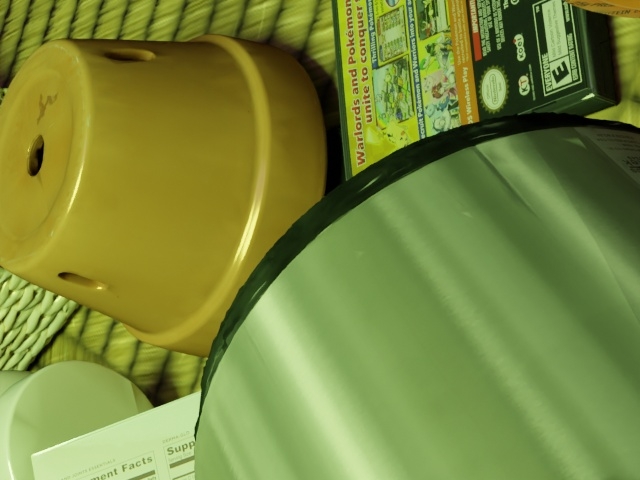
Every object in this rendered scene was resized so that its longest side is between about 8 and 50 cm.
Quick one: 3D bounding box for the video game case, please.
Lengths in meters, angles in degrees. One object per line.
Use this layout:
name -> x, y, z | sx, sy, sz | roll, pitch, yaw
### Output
video game case -> 0.107, -0.200, 1.060 | 0.248, 0.035, 0.275 | -19, 69, 43

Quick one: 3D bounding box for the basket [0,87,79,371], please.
basket -> -0.462, 0.019, 1.445 | 0.331, 0.266, 0.328 | -48, 51, 28

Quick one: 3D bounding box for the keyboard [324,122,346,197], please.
keyboard -> 0.000, 0.000, 1.140 | 0.108, 0.023, 0.180 | -27, 62, 34

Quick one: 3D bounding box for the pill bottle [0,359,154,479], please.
pill bottle -> -0.330, 0.259, 1.280 | 0.407, 0.229, 0.229 | -29, 61, 40

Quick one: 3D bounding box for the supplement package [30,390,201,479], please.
supplement package -> -0.058, 0.266, 0.962 | 0.198, 0.199, 0.263 | -21, 62, 8

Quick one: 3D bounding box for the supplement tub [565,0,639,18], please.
supplement tub -> 0.225, -0.312, 0.843 | 0.193, 0.193, 0.316 | -4, 78, 46

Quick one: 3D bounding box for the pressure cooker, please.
pressure cooker -> 0.153, 0.177, 0.644 | 0.369, 0.376, 0.420 | -24, 40, -9

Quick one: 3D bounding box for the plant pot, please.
plant pot -> -0.161, -0.053, 1.165 | 0.291, 0.203, 0.291 | -20, 65, 50
